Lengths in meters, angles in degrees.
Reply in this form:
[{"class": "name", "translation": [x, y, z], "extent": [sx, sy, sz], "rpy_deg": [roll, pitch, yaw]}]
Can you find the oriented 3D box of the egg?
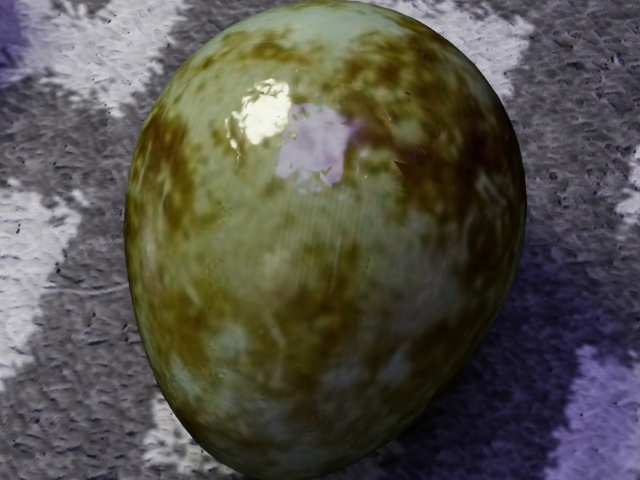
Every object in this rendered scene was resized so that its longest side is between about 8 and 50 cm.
[{"class": "egg", "translation": [0.000, 0.000, 0.989], "extent": [0.238, 0.238, 0.289], "rpy_deg": [9, 82, 7]}]
